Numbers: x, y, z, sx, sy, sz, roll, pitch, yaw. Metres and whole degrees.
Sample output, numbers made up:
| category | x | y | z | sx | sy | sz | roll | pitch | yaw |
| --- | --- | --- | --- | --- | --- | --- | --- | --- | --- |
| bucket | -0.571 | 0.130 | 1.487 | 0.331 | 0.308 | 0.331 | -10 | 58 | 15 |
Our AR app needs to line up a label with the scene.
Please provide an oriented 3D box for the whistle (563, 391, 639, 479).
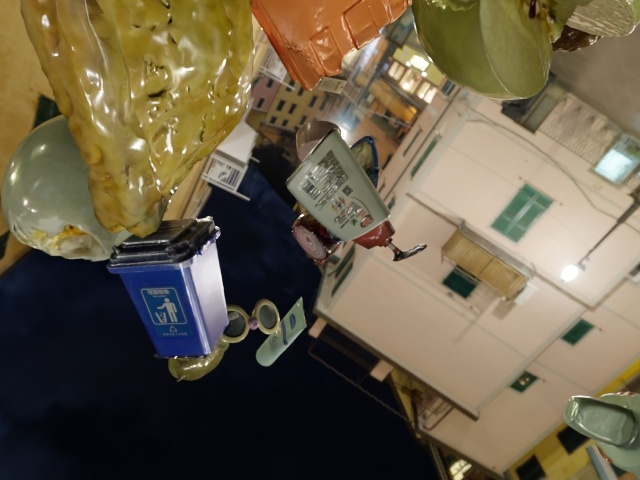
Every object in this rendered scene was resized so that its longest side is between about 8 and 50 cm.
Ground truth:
| category | x | y | z | sx | sy | sz | roll | pitch | yaw |
| --- | --- | --- | --- | --- | --- | --- | --- | --- | --- |
| whistle | 0.431 | 0.261 | 0.575 | 0.253 | 0.106 | 0.102 | 20 | -123 | -12 |

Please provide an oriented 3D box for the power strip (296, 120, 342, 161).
| category | x | y | z | sx | sy | sz | roll | pitch | yaw |
| --- | --- | --- | --- | --- | --- | --- | --- | --- | --- |
| power strip | 0.001 | -0.306 | 1.374 | 0.154 | 0.154 | 0.078 | 13 | -118 | -37 |

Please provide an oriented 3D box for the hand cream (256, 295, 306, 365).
| category | x | y | z | sx | sy | sz | roll | pitch | yaw |
| --- | --- | --- | --- | --- | --- | --- | --- | --- | --- |
| hand cream | -0.124 | 0.317 | 1.434 | 0.067 | 0.321 | 0.109 | 15 | -137 | -27 |

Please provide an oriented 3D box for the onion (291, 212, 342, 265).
| category | x | y | z | sx | sy | sz | roll | pitch | yaw |
| --- | --- | --- | --- | --- | --- | --- | --- | --- | --- |
| onion | 0.000 | 0.000 | 1.574 | 0.195 | 0.218 | 0.140 | 20 | -130 | 33 |

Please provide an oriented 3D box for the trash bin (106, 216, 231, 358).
| category | x | y | z | sx | sy | sz | roll | pitch | yaw |
| --- | --- | --- | --- | --- | --- | --- | --- | --- | --- |
| trash bin | -0.257 | 0.083 | 0.804 | 0.162 | 0.235 | 0.184 | -4 | -157 | 13 |

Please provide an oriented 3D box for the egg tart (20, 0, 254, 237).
| category | x | y | z | sx | sy | sz | roll | pitch | yaw |
| --- | --- | --- | --- | --- | --- | --- | --- | --- | --- |
| egg tart | -0.172 | -0.229 | 0.435 | 0.178 | 0.443 | 0.443 | -9 | -141 | -15 |

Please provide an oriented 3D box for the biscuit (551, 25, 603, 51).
| category | x | y | z | sx | sy | sz | roll | pitch | yaw |
| --- | --- | --- | --- | --- | --- | --- | --- | --- | --- |
| biscuit | 0.608 | -0.513 | 0.979 | 0.041 | 0.209 | 0.290 | 33 | 177 | -26 |

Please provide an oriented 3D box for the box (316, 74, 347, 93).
| category | x | y | z | sx | sy | sz | roll | pitch | yaw |
| --- | --- | --- | --- | --- | --- | --- | --- | --- | --- |
| box | 0.036 | -0.493 | 1.360 | 0.083 | 0.053 | 0.024 | -2 | -119 | -31 |

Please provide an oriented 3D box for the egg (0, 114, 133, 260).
| category | x | y | z | sx | sy | sz | roll | pitch | yaw |
| --- | --- | --- | --- | --- | --- | --- | --- | --- | --- |
| egg | -0.495 | -0.127 | 0.926 | 0.278 | 0.278 | 0.336 | 21 | -126 | -24 |

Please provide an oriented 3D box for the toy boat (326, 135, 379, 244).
| category | x | y | z | sx | sy | sz | roll | pitch | yaw |
| --- | --- | --- | --- | --- | --- | --- | --- | --- | --- |
| toy boat | 0.073 | -0.117 | 1.022 | 0.114 | 0.262 | 0.115 | 17 | 177 | 3 |

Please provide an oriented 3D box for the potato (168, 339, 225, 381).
| category | x | y | z | sx | sy | sz | roll | pitch | yaw |
| --- | --- | --- | --- | --- | --- | --- | --- | --- | --- |
| potato | -0.377 | 0.322 | 1.343 | 0.174 | 0.159 | 0.251 | 39 | -129 | -22 |

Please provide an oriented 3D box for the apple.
| category | x | y | z | sx | sy | sz | roll | pitch | yaw |
| --- | --- | --- | --- | --- | --- | --- | --- | --- | --- |
| apple | 0.277 | -0.338 | 0.584 | 0.254 | 0.292 | 0.292 | 1 | -141 | -44 |

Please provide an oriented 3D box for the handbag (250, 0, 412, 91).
| category | x | y | z | sx | sy | sz | roll | pitch | yaw |
| --- | --- | --- | --- | --- | --- | --- | --- | --- | --- |
| handbag | 0.043 | -0.588 | 1.000 | 0.116 | 0.410 | 0.303 | 49 | 178 | 46 |

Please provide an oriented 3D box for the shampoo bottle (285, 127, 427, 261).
| category | x | y | z | sx | sy | sz | roll | pitch | yaw |
| --- | --- | --- | --- | --- | --- | --- | --- | --- | --- |
| shampoo bottle | 0.075 | -0.062 | 0.843 | 0.284 | 0.153 | 0.071 | 44 | -156 | -4 |

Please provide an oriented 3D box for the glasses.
| category | x | y | z | sx | sy | sz | roll | pitch | yaw |
| --- | --- | --- | --- | --- | --- | --- | --- | --- | --- |
| glasses | -0.222 | 0.171 | 1.016 | 0.220 | 0.088 | 0.189 | 7 | -174 | 40 |
